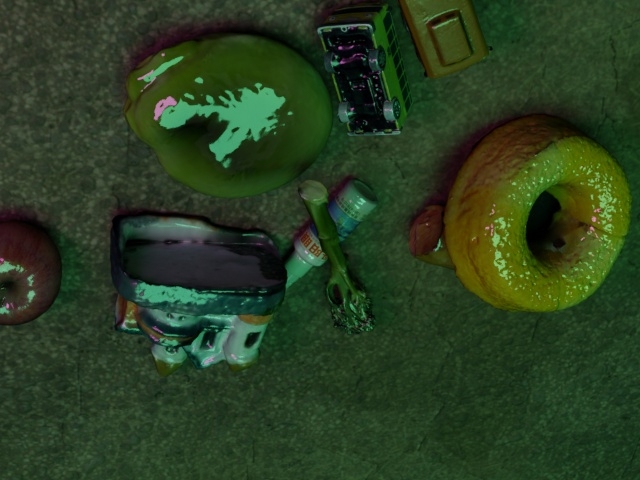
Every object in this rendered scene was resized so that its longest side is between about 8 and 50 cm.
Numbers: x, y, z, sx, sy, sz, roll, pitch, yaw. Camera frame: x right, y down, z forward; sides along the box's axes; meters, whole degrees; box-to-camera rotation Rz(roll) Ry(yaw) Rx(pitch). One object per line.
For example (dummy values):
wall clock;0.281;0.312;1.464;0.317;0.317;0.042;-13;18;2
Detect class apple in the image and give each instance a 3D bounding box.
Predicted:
apple;-0.449;0.044;1.623;0.154;0.120;0.153;-6;121;-10

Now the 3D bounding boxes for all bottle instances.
bottle;0.000;0.000;1.710;0.060;0.060;0.217;29;116;-27

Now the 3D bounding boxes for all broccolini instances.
broccolini;0.030;0.038;1.651;0.074;0.078;0.392;17;158;19

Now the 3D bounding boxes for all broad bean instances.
broad bean;-0.125;-0.170;1.530;0.291;0.119;0.238;7;115;-18

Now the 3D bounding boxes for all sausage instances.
sausage;0.263;0.031;1.753;0.271;0.109;0.109;29;116;-25

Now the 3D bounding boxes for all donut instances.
donut;0.331;-0.033;1.644;0.303;0.110;0.302;-4;100;-22

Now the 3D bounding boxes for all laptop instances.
laptop;0.302;-0.047;1.701;0.129;0.016;0.180;22;87;-24

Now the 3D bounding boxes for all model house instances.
model house;-0.201;0.119;1.693;0.253;0.184;0.291;4;129;-18

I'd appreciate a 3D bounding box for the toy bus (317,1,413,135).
toy bus;0.063;-0.236;1.525;0.088;0.101;0.175;2;130;25

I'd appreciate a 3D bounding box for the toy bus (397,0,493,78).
toy bus;0.151;-0.316;1.476;0.098;0.114;0.201;-22;126;6
